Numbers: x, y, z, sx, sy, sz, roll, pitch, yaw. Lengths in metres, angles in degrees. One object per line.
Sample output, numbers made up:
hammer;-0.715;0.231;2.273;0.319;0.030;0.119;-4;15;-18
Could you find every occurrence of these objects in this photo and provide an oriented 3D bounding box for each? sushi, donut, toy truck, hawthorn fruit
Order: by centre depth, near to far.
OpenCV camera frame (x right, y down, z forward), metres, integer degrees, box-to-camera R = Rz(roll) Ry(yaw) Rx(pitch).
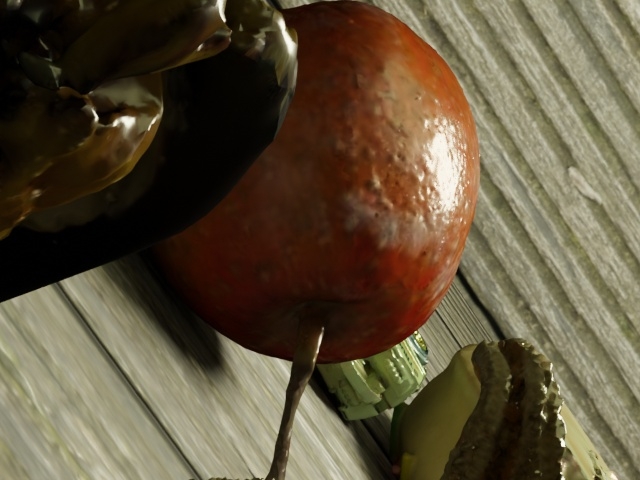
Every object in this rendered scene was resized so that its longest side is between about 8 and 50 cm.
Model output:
sushi;-0.135;-0.070;0.604;0.213;0.204;0.200;52;12;1
hawthorn fruit;0.004;-0.033;1.186;0.263;0.235;0.231;44;31;22
toy truck;0.010;0.059;1.454;0.191;0.085;0.116;58;12;-9
donut;0.184;0.239;1.556;0.371;0.150;0.307;50;10;-45

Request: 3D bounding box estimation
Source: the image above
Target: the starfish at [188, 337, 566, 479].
starfish;0.075;0.178;0.762;0.312;0.303;0.113;-96;-164;-44
